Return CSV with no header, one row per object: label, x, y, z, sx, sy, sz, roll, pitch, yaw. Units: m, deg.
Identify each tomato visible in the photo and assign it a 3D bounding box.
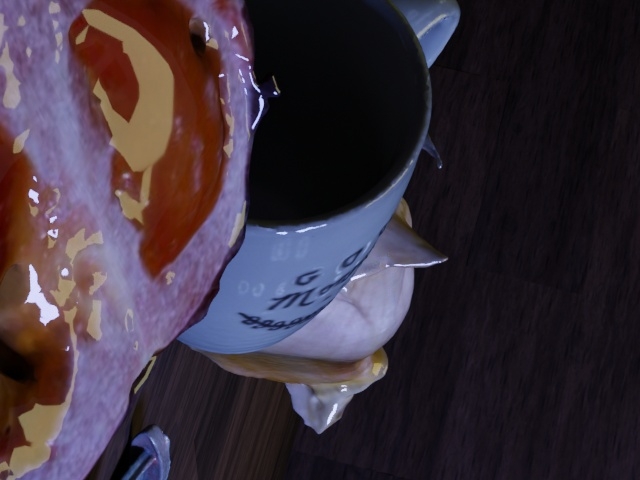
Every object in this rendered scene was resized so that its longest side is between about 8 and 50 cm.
tomato,-0.119,-0.021,0.515,0.228,0.112,0.199,-54,150,-36

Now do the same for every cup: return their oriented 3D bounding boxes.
cup,-0.019,-0.057,0.891,0.258,0.186,0.234,-38,164,-22

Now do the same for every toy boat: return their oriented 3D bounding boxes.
toy boat,-0.161,0.214,1.165,0.122,0.034,0.096,-57,162,-48

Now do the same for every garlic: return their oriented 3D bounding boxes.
garlic,0.000,0.000,1.169,0.286,0.249,0.313,-42,159,-16
